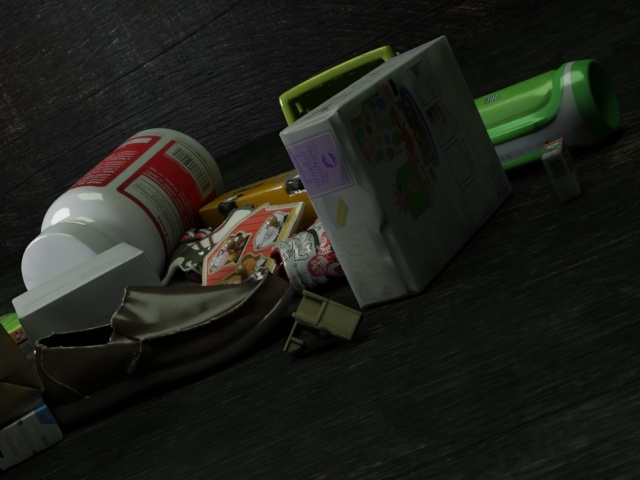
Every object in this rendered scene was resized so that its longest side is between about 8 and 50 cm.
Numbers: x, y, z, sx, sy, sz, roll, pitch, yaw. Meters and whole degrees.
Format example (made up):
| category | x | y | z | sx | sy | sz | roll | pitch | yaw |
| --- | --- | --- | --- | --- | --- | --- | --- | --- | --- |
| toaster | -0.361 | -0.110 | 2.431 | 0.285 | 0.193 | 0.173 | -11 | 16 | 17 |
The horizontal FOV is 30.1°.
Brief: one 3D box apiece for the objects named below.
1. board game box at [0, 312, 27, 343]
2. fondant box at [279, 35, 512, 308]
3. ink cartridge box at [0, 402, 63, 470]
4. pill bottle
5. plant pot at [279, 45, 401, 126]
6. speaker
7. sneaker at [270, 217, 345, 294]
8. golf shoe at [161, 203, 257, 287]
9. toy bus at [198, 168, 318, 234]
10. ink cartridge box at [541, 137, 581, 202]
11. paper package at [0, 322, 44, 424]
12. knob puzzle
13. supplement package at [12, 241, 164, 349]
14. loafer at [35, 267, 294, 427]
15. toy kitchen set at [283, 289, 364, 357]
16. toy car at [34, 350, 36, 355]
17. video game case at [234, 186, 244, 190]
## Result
| category | x | y | z | sx | sy | sz | roll | pitch | yaw |
| --- | --- | --- | --- | --- | --- | --- | --- | --- | --- |
| board game box | -0.639 | 0.183 | 2.410 | 0.124 | 0.039 | 0.259 | -33 | 16 | -34 |
| fondant box | 0.108 | -0.096 | 1.501 | 0.096 | 0.238 | 0.330 | -18 | 13 | 34 |
| ink cartridge box | -0.370 | 0.245 | 1.485 | 0.083 | 0.048 | 0.028 | -28 | 11 | -11 |
| pill bottle | -0.346 | -0.025 | 2.103 | 0.229 | 0.229 | 0.408 | -20 | 18 | 29 |
| plant pot | 0.086 | -0.216 | 2.175 | 0.228 | 0.227 | 0.207 | -23 | 6 | 16 |
| speaker | 0.277 | -0.162 | 1.730 | 0.296 | 0.131 | 0.131 | -19 | 13 | 33 |
| sneaker | 0.000 | -0.001 | 1.693 | 0.145 | 0.090 | 0.270 | -23 | 14 | 2 |
| golf shoe | -0.157 | 0.027 | 1.952 | 0.273 | 0.105 | 0.120 | -22 | 25 | 49 |
| toy bus | -0.067 | -0.052 | 2.034 | 0.332 | 0.108 | 0.130 | -15 | 14 | 45 |
| ink cartridge box | 0.307 | -0.095 | 1.508 | 0.029 | 0.063 | 0.115 | -23 | 11 | 19 |
| paper package | -0.557 | 0.227 | 1.554 | 0.309 | 0.168 | 0.325 | -32 | 2 | -29 |
| knob puzzle | -0.122 | 0.018 | 1.800 | 0.213 | 0.030 | 0.213 | -32 | 35 | 27 |
| supplement package | -0.319 | 0.115 | 1.708 | 0.194 | 0.149 | 0.203 | -28 | 11 | -13 |
| loafer | -0.210 | 0.116 | 1.514 | 0.365 | 0.130 | 0.134 | -25 | 11 | 4 |
| toy kitchen set | 0.006 | 0.109 | 1.349 | 0.068 | 0.075 | 0.083 | -66 | -17 | -12 |
| toy car | -0.405 | 0.165 | 1.928 | 0.040 | 0.060 | 0.122 | 22 | 47 | 31 |
| video game case | -0.212 | -0.079 | 2.698 | 0.183 | 0.023 | 0.201 | -31 | 12 | -24 |
